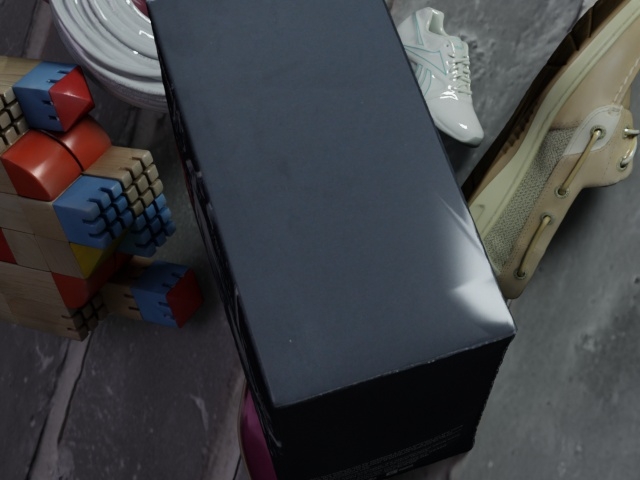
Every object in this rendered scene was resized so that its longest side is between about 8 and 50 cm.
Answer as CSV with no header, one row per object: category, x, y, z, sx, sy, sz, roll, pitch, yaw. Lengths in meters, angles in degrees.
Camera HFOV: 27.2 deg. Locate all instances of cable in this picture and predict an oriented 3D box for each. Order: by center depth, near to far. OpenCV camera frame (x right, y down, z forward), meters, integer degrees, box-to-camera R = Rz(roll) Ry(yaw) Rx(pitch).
cable,-0.141,-0.253,1.292,0.257,0.089,0.257,45,75,-2

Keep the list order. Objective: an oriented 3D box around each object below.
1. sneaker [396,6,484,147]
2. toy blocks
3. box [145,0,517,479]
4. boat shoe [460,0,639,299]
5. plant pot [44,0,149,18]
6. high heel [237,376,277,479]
sneaker,0.110,-0.149,1.191,0.061,0.053,0.152,-42,59,25
toy blocks,-0.269,-0.037,1.339,0.260,0.191,0.381,10,133,33
box,0.000,0.000,1.072,0.179,0.312,0.343,-16,67,-8
boat shoe,0.208,-0.086,1.079,0.098,0.109,0.302,33,109,-3
plant pot,-0.224,-0.317,1.419,0.201,0.201,0.180,33,90,38
high heel,0.015,0.231,1.214,0.181,0.127,0.377,3,79,10
